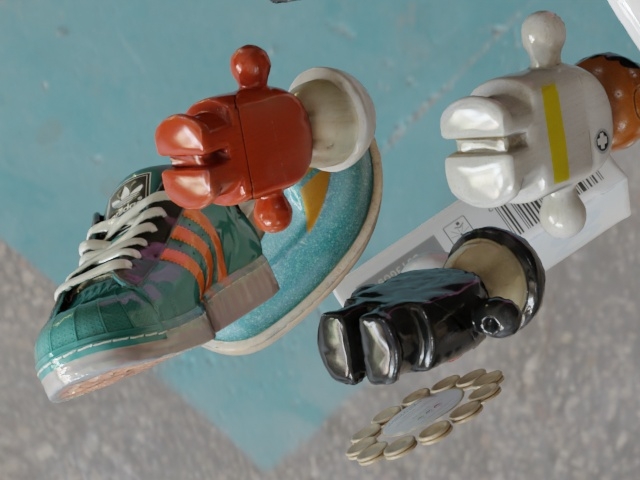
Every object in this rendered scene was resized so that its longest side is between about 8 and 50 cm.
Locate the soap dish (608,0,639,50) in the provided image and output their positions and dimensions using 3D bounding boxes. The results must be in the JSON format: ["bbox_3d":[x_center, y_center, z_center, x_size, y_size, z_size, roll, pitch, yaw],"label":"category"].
[{"bbox_3d":[0.249,-0.148,0.806,0.118,0.229,0.291,-27,23,32],"label":"soap dish"}]

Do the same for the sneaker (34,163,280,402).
[{"bbox_3d":[-0.120,0.019,1.039,0.108,0.302,0.121,-23,93,16],"label":"sneaker"}]

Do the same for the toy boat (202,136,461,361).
[{"bbox_3d":[0.000,0.000,1.393,0.318,0.148,0.267,29,73,20],"label":"toy boat"}]

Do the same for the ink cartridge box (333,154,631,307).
[{"bbox_3d":[0.196,0.044,1.736,0.308,0.385,0.091,-35,68,2],"label":"ink cartridge box"}]

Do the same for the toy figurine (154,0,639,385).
[{"bbox_3d":[0.047,-0.056,0.793,0.213,0.209,0.148,45,39,21],"label":"toy figurine"}]

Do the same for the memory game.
[{"bbox_3d":[0.109,0.185,1.658,0.186,0.186,0.012,-30,99,-14],"label":"memory game"}]
